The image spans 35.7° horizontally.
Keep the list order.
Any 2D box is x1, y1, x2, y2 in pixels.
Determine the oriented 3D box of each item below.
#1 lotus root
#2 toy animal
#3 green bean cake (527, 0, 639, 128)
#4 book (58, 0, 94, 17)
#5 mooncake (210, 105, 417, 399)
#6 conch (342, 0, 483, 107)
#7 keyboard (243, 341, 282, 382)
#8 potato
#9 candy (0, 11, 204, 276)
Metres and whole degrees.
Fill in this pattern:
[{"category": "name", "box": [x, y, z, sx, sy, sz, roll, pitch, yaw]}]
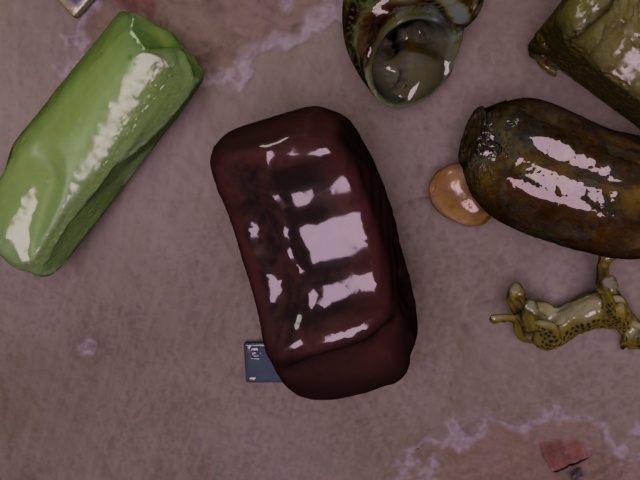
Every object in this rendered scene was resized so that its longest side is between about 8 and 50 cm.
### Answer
[{"category": "lotus root", "box": [0.293, -0.071, 1.156, 0.274, 0.160, 0.152, 22, 112, -1]}, {"category": "toy animal", "box": [0.306, 0.099, 1.220, 0.181, 0.073, 0.136, -21, 130, 8]}, {"category": "green bean cake", "box": [0.365, -0.204, 1.094, 0.236, 0.233, 0.124, 36, 94, -1]}, {"category": "book", "box": [-0.276, -0.470, 1.225, 0.322, 0.018, 0.228, -44, 91, 10]}, {"category": "mooncake", "box": [0.000, 0.000, 1.123, 0.174, 0.334, 0.326, -14, 57, 6]}, {"category": "conch", "box": [0.111, -0.269, 1.168, 0.181, 0.124, 0.187, -21, 124, -2]}, {"category": "keyboard", "box": [-0.011, 0.157, 1.292, 0.176, 0.014, 0.055, -2, 99, 6]}, {"category": "potato", "box": [0.175, -0.054, 1.219, 0.083, 0.062, 0.068, 47, 131, 20]}, {"category": "candy", "box": [-0.287, -0.120, 1.221, 0.142, 0.132, 0.343, 36, 101, -16]}]
